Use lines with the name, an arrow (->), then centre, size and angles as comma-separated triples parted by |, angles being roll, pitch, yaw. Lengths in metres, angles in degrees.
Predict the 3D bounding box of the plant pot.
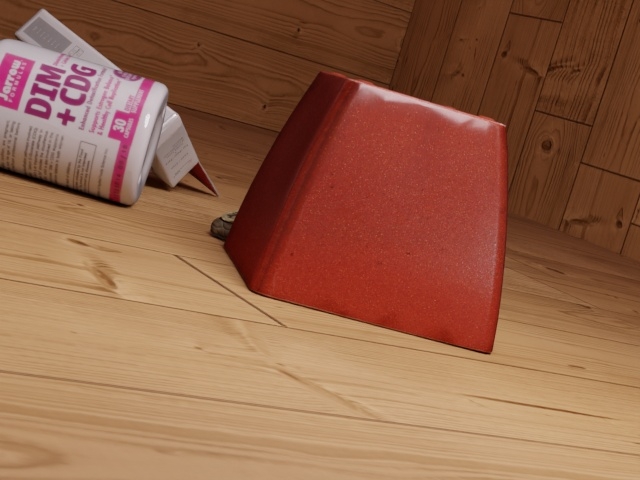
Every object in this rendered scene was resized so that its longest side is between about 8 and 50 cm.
plant pot -> 0.065, -0.048, 1.475 | 0.267, 0.235, 0.267 | 15, 8, -13

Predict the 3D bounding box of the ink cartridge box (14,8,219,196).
ink cartridge box -> -0.299, -0.183, 1.997 | 0.296, 0.066, 0.261 | 39, -13, 23

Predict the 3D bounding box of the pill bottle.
pill bottle -> -0.344, -0.156, 1.660 | 0.283, 0.160, 0.160 | 16, 7, -3

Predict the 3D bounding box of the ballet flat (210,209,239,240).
ballet flat -> -0.016, -0.025, 1.680 | 0.250, 0.058, 0.084 | 1, 24, -20
